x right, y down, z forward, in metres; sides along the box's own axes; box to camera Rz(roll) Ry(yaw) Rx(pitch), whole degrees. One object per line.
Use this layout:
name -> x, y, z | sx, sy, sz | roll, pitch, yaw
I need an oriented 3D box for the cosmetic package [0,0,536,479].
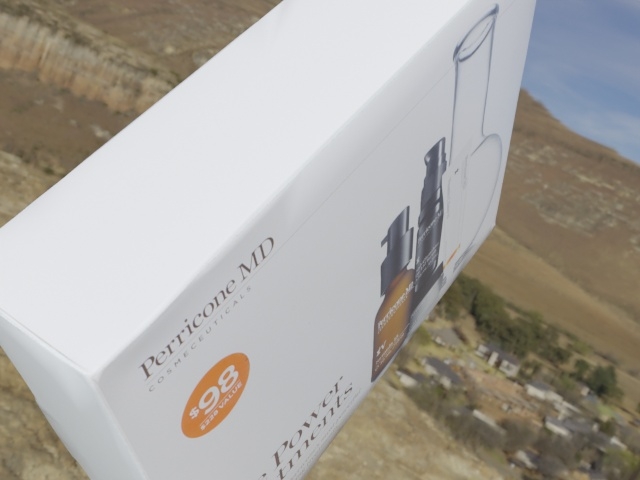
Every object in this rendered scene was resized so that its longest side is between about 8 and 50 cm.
cosmetic package -> 0.000, 0.000, 0.493 | 0.097, 0.377, 0.284 | 27, -33, 26
